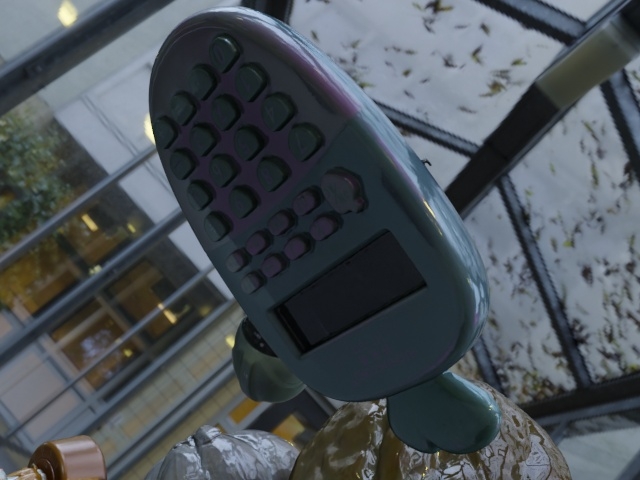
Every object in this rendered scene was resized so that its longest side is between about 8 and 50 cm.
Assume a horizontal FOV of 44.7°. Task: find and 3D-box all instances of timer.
[{"bbox_3d":[-0.364,0.309,0.968,0.152,0.132,0.132,14,10,-42],"label":"timer"}]

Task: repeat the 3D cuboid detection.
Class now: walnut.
[{"bbox_3d":[0.100,0.274,0.727,0.277,0.313,0.252,30,-46,-1],"label":"walnut"}]

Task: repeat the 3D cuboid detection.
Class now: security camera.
[{"bbox_3d":[-0.047,0.180,1.421,0.197,0.277,0.191,36,-48,24],"label":"security camera"}]

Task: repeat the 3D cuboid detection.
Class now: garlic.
[{"bbox_3d":[-0.117,0.305,0.913,0.152,0.227,0.228,58,-10,36],"label":"garlic"}]

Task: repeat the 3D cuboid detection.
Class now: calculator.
[{"bbox_3d":[0.000,0.000,0.459,0.299,0.041,0.185,53,-41,2],"label":"calculator"}]
